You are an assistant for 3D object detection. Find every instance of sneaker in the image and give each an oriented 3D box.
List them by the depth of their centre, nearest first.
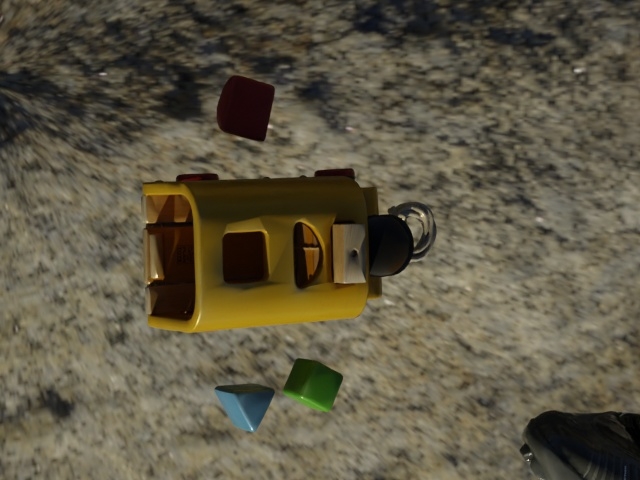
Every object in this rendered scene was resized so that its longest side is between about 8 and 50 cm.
[{"bbox_3d":[0.210,0.117,0.780,0.234,0.078,0.106,23,110,-31],"label":"sneaker"}]

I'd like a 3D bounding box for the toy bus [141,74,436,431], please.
[{"bbox_3d":[-0.010,0.006,0.886,0.191,0.104,0.202,45,71,-22],"label":"toy bus"}]
